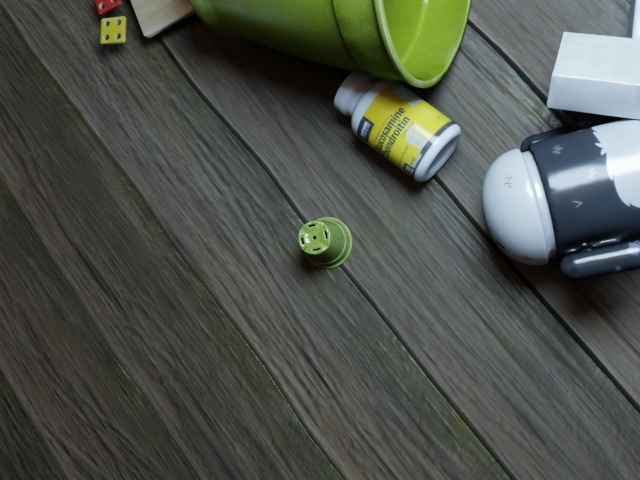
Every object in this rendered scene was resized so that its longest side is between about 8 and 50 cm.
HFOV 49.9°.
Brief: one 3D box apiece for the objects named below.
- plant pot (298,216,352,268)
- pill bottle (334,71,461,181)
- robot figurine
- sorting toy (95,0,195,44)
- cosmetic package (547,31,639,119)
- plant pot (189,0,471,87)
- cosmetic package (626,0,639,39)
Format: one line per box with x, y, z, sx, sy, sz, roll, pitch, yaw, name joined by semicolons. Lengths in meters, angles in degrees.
0.000;0.000;1.065;0.083;0.079;0.083;-2;84;16;plant pot
0.112;-0.179;1.041;0.184;0.103;0.103;39;95;16;pill bottle
0.360;-0.063;0.929;0.278;0.209;0.173;-14;102;13;robot figurine
-0.271;-0.430;1.203;0.275;0.046;0.132;-25;78;11;sorting toy
0.422;-0.204;0.879;0.239;0.060;0.099;12;55;19;cosmetic package
0.000;-0.414;0.998;0.353;0.366;0.366;9;86;28;plant pot
0.495;-0.310;0.963;0.117;0.085;0.231;8;84;17;cosmetic package
